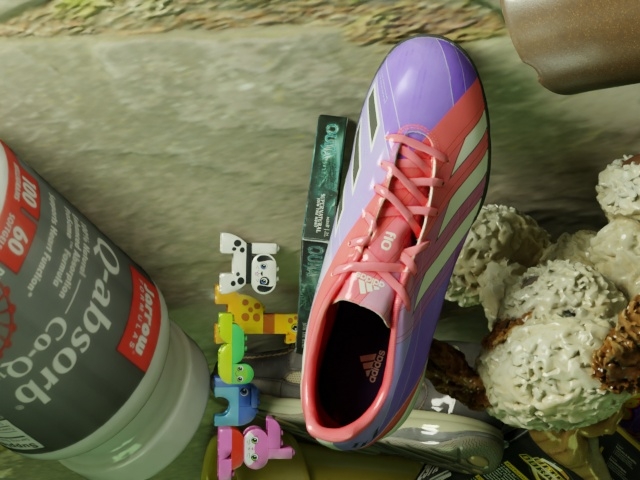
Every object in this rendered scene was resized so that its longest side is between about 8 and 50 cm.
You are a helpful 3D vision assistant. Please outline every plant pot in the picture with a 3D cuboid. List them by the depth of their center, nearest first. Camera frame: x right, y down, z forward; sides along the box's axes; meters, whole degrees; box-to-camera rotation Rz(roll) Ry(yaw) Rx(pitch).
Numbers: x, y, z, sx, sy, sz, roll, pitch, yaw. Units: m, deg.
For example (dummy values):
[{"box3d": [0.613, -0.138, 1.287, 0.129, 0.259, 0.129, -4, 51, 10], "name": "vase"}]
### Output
[{"box3d": [0.212, -0.169, 0.921, 0.165, 0.167, 0.167, -12, 143, 37], "name": "plant pot"}, {"box3d": [0.001, 0.338, 1.655, 0.239, 0.254, 0.254, 0, 149, -16], "name": "plant pot"}]

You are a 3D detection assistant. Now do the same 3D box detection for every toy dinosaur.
[{"box3d": [0.229, 0.181, 1.291, 0.112, 0.064, 0.211, -43, 105, 4], "name": "toy dinosaur"}]

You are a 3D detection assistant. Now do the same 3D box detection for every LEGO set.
[{"box3d": [-0.052, 0.105, 1.381, 0.093, 0.227, 0.087, 0, -177, -9], "name": "LEGO set"}]

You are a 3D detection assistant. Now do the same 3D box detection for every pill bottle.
[{"box3d": [-0.265, 0.070, 1.307, 0.210, 0.210, 0.363, -13, 143, 27], "name": "pill bottle"}]

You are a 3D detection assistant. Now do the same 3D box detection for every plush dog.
[{"box3d": [0.202, 0.073, 1.167, 0.262, 0.225, 0.211, -18, 105, 34], "name": "plush dog"}]

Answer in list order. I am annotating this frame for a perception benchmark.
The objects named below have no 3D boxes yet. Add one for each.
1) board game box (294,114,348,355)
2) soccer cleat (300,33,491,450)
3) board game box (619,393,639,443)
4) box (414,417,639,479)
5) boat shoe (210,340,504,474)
[{"box3d": [0.000, 0.000, 1.231, 0.026, 0.126, 0.186, 6, 147, 1], "name": "board game box"}, {"box3d": [0.053, 0.003, 1.079, 0.108, 0.318, 0.116, 15, -174, 12], "name": "soccer cleat"}, {"box3d": [0.319, 0.170, 1.477, 0.233, 0.078, 0.347, 10, 147, -5], "name": "board game box"}, {"box3d": [0.275, 0.295, 1.441, 0.322, 0.079, 0.257, 41, 146, -3], "name": "box"}, {"box3d": [0.042, 0.139, 1.438, 0.355, 0.130, 0.132, 6, 162, 40], "name": "boat shoe"}]
